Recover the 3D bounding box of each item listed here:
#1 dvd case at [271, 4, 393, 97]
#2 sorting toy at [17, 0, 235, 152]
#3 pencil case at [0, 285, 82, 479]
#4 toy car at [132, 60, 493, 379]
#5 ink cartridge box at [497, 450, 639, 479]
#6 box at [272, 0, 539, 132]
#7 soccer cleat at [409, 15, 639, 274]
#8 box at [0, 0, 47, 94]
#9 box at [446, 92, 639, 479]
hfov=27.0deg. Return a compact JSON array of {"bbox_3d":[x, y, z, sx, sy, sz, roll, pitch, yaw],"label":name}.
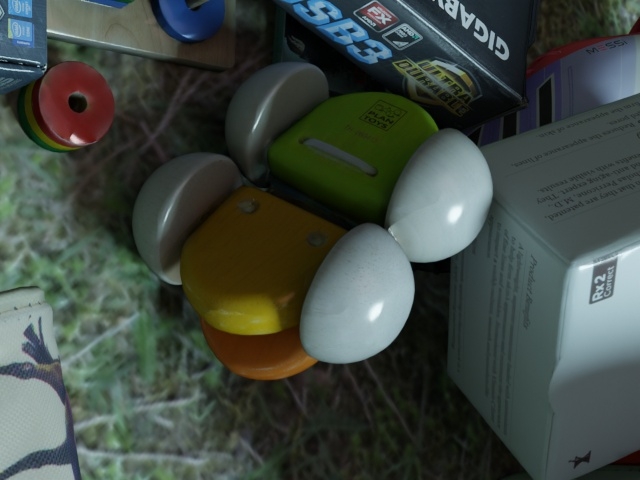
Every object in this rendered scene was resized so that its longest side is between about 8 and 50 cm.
[{"bbox_3d":[0.022,-0.130,0.849,0.119,0.013,0.087,14,74,-38],"label":"dvd case"},{"bbox_3d":[-0.095,-0.181,0.742,0.132,0.046,0.274,7,78,-39],"label":"sorting toy"},{"bbox_3d":[-0.165,0.230,0.545,0.183,0.160,0.410,-10,89,-30],"label":"pencil case"},{"bbox_3d":[0.000,0.000,0.740,0.182,0.159,0.136,-49,150,-27],"label":"toy car"},{"bbox_3d":[0.238,0.150,0.789,0.091,0.308,0.385,54,54,-20],"label":"ink cartridge box"},{"bbox_3d":[0.023,-0.258,0.801,0.295,0.073,0.293,33,51,-32],"label":"box"},{"bbox_3d":[0.155,-0.072,0.907,0.318,0.108,0.116,-22,66,-30],"label":"soccer cleat"},{"bbox_3d":[-0.224,-0.195,0.630,0.183,0.059,0.233,4,79,-37],"label":"box"},{"bbox_3d":[0.181,0.023,0.798,0.182,0.119,0.181,-19,132,-19],"label":"box"}]
